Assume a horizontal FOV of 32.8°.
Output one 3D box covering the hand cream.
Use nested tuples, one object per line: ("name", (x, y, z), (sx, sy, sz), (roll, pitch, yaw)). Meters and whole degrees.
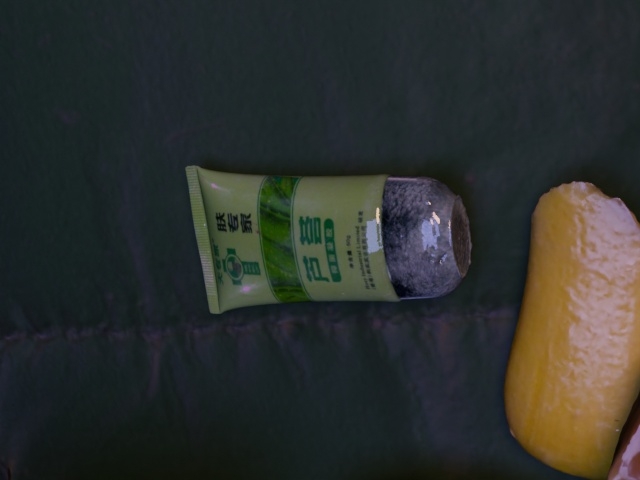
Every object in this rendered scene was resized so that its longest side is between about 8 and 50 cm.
("hand cream", (0.000, 0.000, 0.628), (0.174, 0.046, 0.095), (-1, 107, 27))

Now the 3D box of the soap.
("soap", (0.147, 0.051, 0.582), (0.089, 0.033, 0.169), (13, 110, 19))

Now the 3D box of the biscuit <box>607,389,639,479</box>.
("biscuit", (0.269, 0.153, 0.521), (0.269, 0.051, 0.376), (14, 100, 11))
